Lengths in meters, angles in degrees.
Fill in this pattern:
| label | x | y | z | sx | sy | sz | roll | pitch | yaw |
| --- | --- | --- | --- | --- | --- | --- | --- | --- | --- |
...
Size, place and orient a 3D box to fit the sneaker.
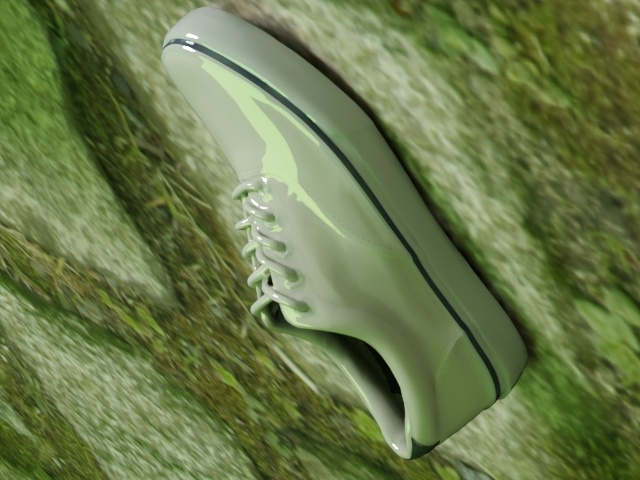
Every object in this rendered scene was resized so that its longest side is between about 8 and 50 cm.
| label | x | y | z | sx | sy | sz | roll | pitch | yaw |
| --- | --- | --- | --- | --- | --- | --- | --- | --- | --- |
| sneaker | 0.000 | 0.000 | 0.886 | 0.258 | 0.091 | 0.094 | 49 | 157 | -9 |
